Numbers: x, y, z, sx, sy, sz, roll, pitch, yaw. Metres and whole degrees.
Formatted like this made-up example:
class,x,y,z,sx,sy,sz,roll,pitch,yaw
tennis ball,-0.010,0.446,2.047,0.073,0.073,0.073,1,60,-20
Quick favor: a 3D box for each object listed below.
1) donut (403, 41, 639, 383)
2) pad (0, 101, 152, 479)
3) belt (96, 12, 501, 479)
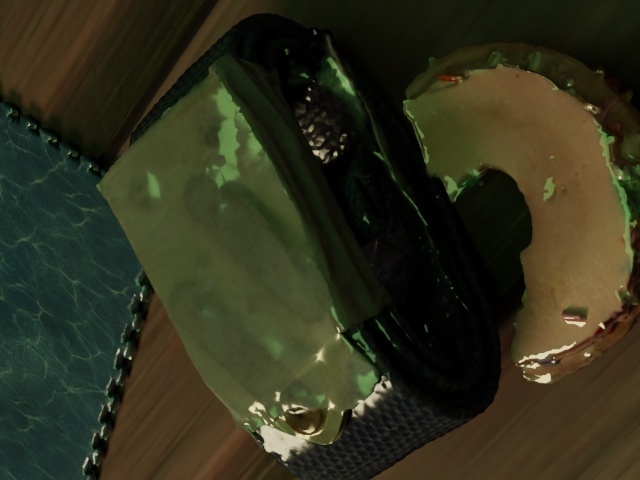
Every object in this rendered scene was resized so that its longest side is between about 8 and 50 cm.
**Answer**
class,x,y,z,sx,sy,sz,roll,pitch,yaw
donut,0.115,-0.028,0.693,0.117,0.065,0.166,-31,79,39
pad,-0.224,0.039,1.003,0.270,0.012,0.269,30,115,31
belt,0.000,0.000,0.739,0.126,0.139,0.230,-38,71,36
